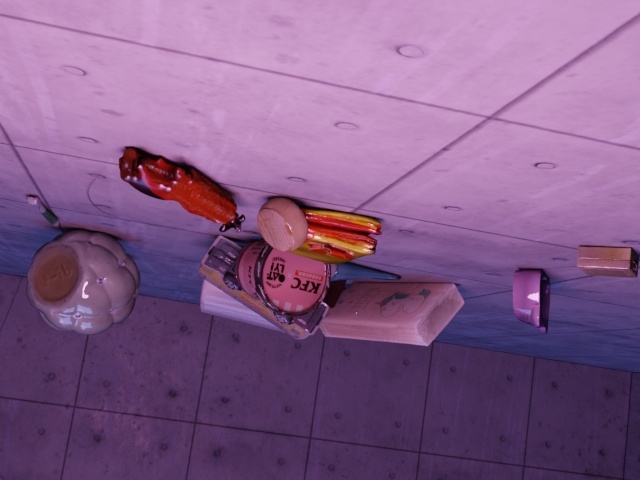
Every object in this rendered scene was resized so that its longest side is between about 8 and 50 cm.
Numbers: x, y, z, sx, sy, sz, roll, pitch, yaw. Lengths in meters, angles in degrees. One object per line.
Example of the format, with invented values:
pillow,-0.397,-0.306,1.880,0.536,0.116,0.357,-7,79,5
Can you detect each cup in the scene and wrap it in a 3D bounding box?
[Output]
cup,-0.153,0.109,1.900,0.202,0.166,0.221,12,168,-2

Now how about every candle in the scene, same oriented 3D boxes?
candle,-0.181,-0.064,1.215,0.084,0.059,0.302,17,173,23

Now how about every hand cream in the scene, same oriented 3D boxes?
hand cream,0.080,0.071,1.867,0.083,0.048,0.224,0,174,42

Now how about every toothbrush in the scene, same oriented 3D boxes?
toothbrush,-0.541,-0.056,1.680,0.024,0.018,0.257,12,170,-5

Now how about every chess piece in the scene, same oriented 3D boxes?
chess piece,-0.056,-0.023,1.276,0.038,0.083,0.084,-34,-160,-36

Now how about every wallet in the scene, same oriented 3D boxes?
wallet,0.000,0.000,1.413,0.141,0.067,0.241,12,171,-11

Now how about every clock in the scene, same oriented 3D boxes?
clock,0.399,0.115,1.618,0.050,0.110,0.153,1,168,23

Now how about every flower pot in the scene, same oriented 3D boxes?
flower pot,-0.532,0.094,1.919,0.246,0.246,0.195,4,171,21

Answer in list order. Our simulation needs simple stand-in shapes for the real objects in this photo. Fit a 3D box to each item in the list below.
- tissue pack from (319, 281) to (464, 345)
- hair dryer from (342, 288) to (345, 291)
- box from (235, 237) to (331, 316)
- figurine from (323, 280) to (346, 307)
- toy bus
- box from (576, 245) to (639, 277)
tissue pack,0.156,0.166,2.000,0.325,0.170,0.071,-2,124,46
hair dryer,0.084,0.142,2.244,0.131,0.073,0.236,15,160,-42
box,-0.077,0.059,1.608,0.151,0.151,0.135,14,177,-32
figurine,-0.012,0.095,2.009,0.098,0.082,0.154,28,179,25
toy bus,-0.119,0.100,1.731,0.268,0.092,0.106,34,153,-4
box,0.445,0.033,1.318,0.083,0.035,0.079,2,169,29
